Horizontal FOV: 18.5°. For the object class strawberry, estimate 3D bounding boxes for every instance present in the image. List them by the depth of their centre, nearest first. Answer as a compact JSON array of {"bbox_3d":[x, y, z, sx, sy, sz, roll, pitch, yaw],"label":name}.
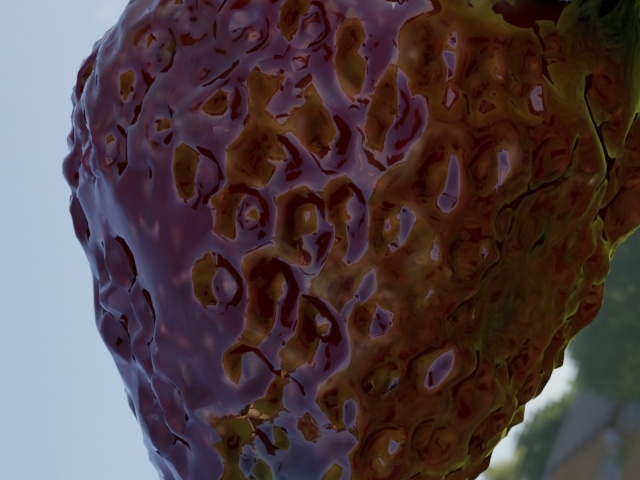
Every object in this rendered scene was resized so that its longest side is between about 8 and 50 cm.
[{"bbox_3d":[-0.003,-0.014,0.917,0.310,0.292,0.292,-48,-18,-18],"label":"strawberry"}]
